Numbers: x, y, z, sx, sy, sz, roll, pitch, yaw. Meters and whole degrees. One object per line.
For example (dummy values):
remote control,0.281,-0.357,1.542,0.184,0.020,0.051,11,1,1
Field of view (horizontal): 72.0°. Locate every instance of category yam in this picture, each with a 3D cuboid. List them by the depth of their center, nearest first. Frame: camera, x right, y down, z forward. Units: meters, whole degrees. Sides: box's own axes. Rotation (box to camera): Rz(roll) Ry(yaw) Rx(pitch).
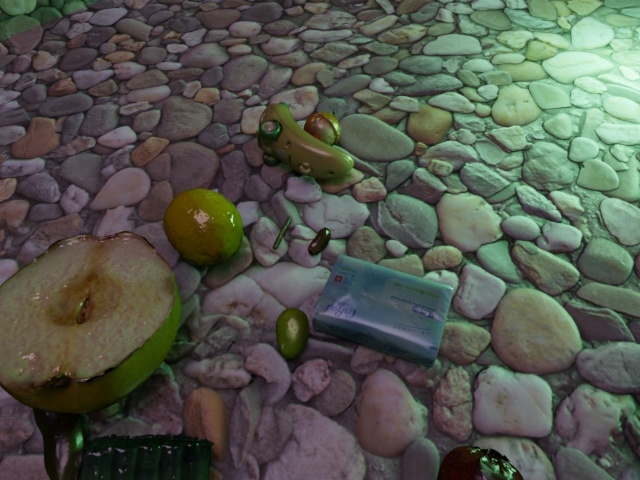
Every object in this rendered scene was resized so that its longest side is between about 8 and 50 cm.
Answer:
yam,-0.096,-0.020,1.113,0.014,0.014,0.107,15,56,13

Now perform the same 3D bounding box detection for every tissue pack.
tissue pack,0.133,0.141,0.936,0.263,0.089,0.177,15,58,15

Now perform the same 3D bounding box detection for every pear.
pear,-0.447,0.172,0.874,0.340,0.191,0.386,-2,39,-7

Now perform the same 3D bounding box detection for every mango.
mango,-0.060,0.195,0.930,0.073,0.056,0.108,3,66,10

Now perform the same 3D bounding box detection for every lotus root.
lotus root,0.002,0.001,1.077,0.030,0.037,0.083,26,59,16

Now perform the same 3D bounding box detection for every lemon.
lemon,-0.274,-0.031,1.036,0.193,0.181,0.181,11,52,39

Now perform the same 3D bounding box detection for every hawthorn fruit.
hawthorn fruit,0.251,0.421,0.706,0.148,0.148,0.172,22,85,18

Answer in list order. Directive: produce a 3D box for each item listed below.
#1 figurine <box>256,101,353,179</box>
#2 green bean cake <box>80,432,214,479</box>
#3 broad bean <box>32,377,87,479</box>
figurine,-0.037,-0.286,1.246,0.324,0.124,0.222,33,58,20
green bean cake,-0.296,0.389,0.754,0.208,0.193,0.107,5,70,-22
broad bean,-0.498,0.344,0.838,0.077,0.061,0.339,-34,58,-6
